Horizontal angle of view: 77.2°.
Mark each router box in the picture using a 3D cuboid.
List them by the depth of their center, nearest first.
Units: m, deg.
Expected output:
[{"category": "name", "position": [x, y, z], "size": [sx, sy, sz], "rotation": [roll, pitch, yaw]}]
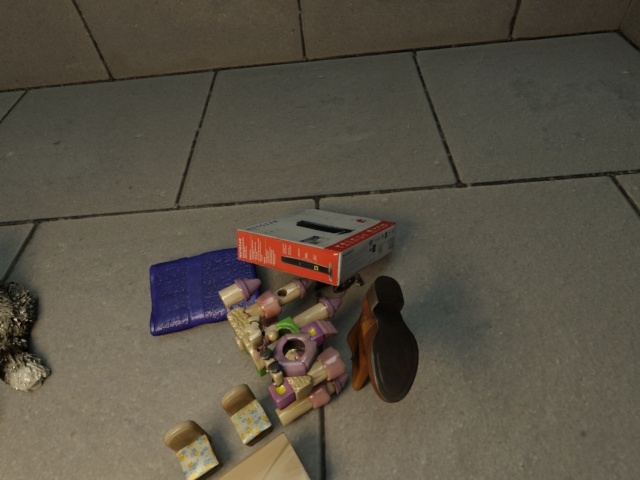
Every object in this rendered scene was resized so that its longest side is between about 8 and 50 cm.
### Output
[{"category": "router box", "position": [0.000, 0.000, 1.077], "size": [0.301, 0.082, 0.335], "rotation": [12, 20, 29]}]

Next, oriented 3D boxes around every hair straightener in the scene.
[{"category": "hair straightener", "position": [0.078, 0.100, 1.143], "size": [0.230, 0.047, 0.089], "rotation": [-31, 54, -26]}]

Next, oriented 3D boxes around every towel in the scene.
[{"category": "towel", "position": [-0.327, 0.141, 1.147], "size": [0.308, 0.076, 0.228], "rotation": [-13, 57, -5]}]

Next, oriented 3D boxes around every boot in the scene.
[{"category": "boot", "position": [0.102, 0.255, 0.861], "size": [0.096, 0.280, 0.264], "rotation": [4, 48, -13]}]

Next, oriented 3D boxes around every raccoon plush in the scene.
[{"category": "raccoon plush", "position": [-0.882, 0.164, 1.034], "size": [0.446, 0.299, 0.216], "rotation": [21, 55, 21]}]

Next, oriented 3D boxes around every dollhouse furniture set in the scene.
[{"category": "dollhouse furniture set", "position": [-0.209, 0.501, 0.706], "size": [0.394, 0.257, 0.362], "rotation": [-30, 54, -18]}]

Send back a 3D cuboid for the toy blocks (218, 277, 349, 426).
[{"category": "toy blocks", "position": [-0.043, 0.198, 0.909], "size": [0.260, 0.309, 0.288], "rotation": [-26, 53, -21]}]
